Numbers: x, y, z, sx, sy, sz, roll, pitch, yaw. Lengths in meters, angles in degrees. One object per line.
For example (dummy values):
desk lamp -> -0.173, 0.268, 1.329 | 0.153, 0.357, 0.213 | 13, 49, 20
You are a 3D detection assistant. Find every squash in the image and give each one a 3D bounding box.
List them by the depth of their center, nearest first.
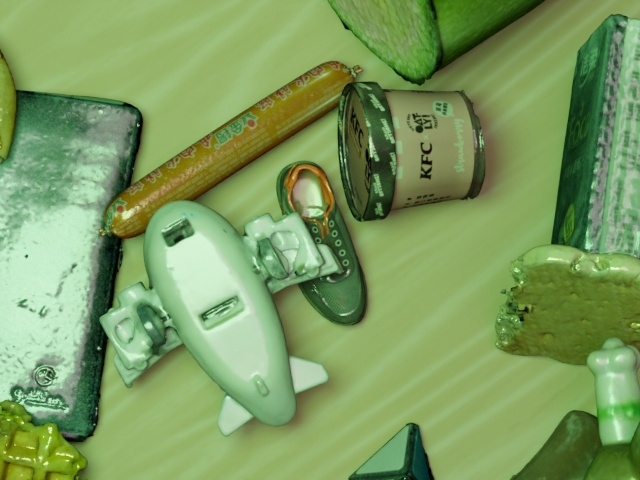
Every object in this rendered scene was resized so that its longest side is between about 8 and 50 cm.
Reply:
squash -> 0.155, -0.371, 1.417 | 0.309, 0.310, 0.310 | -33, 87, -10

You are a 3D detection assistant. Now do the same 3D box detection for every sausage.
sausage -> -0.096, -0.103, 1.475 | 0.348, 0.053, 0.053 | -34, 87, -14

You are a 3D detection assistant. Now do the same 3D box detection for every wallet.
wallet -> -0.313, 0.022, 1.474 | 0.191, 0.046, 0.378 | 8, 83, -4

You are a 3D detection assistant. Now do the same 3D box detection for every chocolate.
chocolate -> 0.266, 0.318, 1.455 | 0.157, 0.080, 0.254 | 41, 84, 2

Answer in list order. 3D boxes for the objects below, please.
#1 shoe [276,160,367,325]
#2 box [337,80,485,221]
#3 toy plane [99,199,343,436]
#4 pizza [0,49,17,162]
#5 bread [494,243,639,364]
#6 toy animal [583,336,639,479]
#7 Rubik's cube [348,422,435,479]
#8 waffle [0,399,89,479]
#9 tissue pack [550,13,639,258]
shoe -> 0.001, 0.002, 1.475 | 0.074, 0.077, 0.194 | -18, 85, -5
box -> 0.099, -0.099, 1.461 | 0.135, 0.151, 0.151 | -3, 84, -13
toy plane -> -0.100, 0.079, 1.423 | 0.267, 0.122, 0.266 | 0, 94, -3
pizza -> -0.407, -0.186, 1.462 | 0.127, 0.058, 0.246 | -28, 74, 5
bread -> 0.280, 0.071, 1.404 | 0.182, 0.251, 0.039 | 6, 63, 2
toy animal -> 0.330, 0.293, 1.338 | 0.180, 0.181, 0.362 | 15, 89, -14
Rubik's cube -> 0.053, 0.364, 1.413 | 0.233, 0.229, 0.228 | -8, 128, -39
waffle -> -0.411, 0.275, 1.414 | 0.307, 0.060, 0.312 | -45, 101, 2
tissue pack -> 0.312, -0.095, 1.445 | 0.081, 0.185, 0.257 | 9, 84, -1
